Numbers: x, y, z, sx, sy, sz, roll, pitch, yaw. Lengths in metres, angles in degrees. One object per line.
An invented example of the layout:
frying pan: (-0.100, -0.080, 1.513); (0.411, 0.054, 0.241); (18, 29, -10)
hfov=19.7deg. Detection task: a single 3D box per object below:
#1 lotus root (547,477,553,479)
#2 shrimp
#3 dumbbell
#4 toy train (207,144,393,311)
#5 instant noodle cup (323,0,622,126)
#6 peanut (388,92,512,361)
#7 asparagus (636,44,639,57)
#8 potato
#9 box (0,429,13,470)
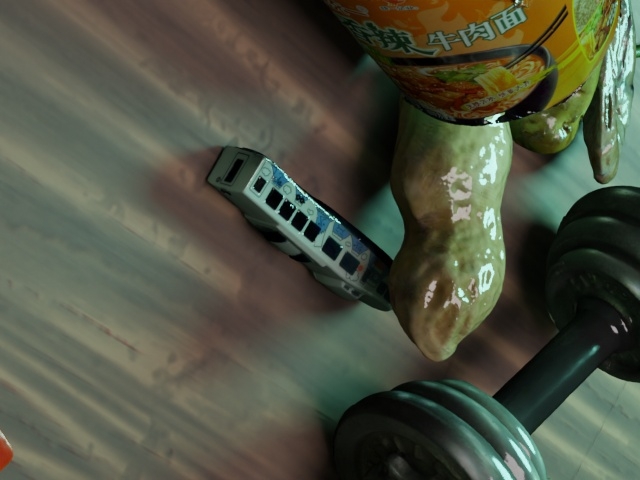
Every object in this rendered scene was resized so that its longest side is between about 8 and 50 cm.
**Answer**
lotus root: (0.171, 0.282, 1.530); (0.077, 0.090, 0.183); (10, 94, -4)
shrimp: (0.228, -0.155, 1.473); (0.126, 0.047, 0.223); (-41, 131, -78)
dumbbell: (0.175, 0.109, 1.426); (0.406, 0.179, 0.179); (-39, 125, -31)
toy train: (0.000, 0.000, 1.321); (0.207, 0.043, 0.047); (40, 75, -43)
instant noodle cup: (0.097, -0.197, 1.255); (0.230, 0.230, 0.182); (-56, 142, -19)
peanut: (0.092, -0.022, 1.344); (0.104, 0.085, 0.228); (25, 62, -54)
asparagus: (0.301, -0.165, 1.592); (0.163, 0.016, 0.016); (-9, 90, -42)
potato: (0.177, -0.159, 1.410); (0.085, 0.105, 0.188); (-6, 108, -41)
box: (-0.271, 0.074, 1.011); (0.099, 0.133, 0.182); (-44, 129, -26)
